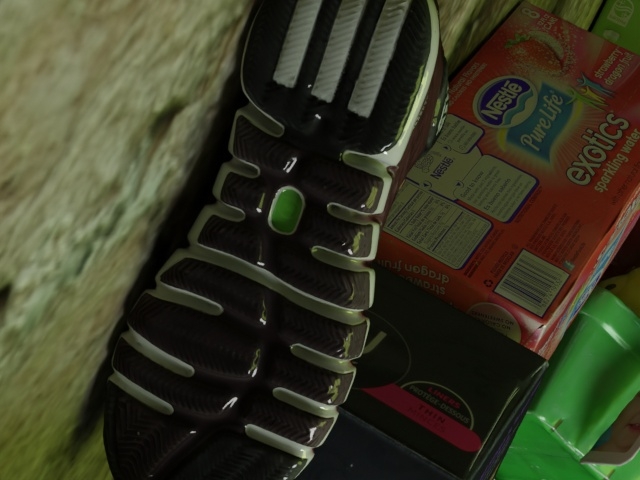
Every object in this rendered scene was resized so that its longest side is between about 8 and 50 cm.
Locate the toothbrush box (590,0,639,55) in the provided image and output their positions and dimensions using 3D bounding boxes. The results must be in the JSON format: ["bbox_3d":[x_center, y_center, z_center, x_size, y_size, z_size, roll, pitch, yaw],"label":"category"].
[{"bbox_3d":[0.306,-0.111,1.530,0.283,0.122,0.206,-63,166,14],"label":"toothbrush box"}]

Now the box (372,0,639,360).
[{"bbox_3d":[0.127,-0.018,1.017,0.300,0.154,0.142,-49,163,-43],"label":"box"}]

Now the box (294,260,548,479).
[{"bbox_3d":[0.000,0.163,0.890,0.143,0.165,0.270,-41,156,-53],"label":"box"}]

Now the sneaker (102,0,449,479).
[{"bbox_3d":[0.000,0.000,0.706,0.281,0.106,0.162,-65,168,16],"label":"sneaker"}]

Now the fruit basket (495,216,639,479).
[{"bbox_3d":[0.242,0.035,1.225,0.353,0.165,0.327,-58,-162,-17],"label":"fruit basket"}]
